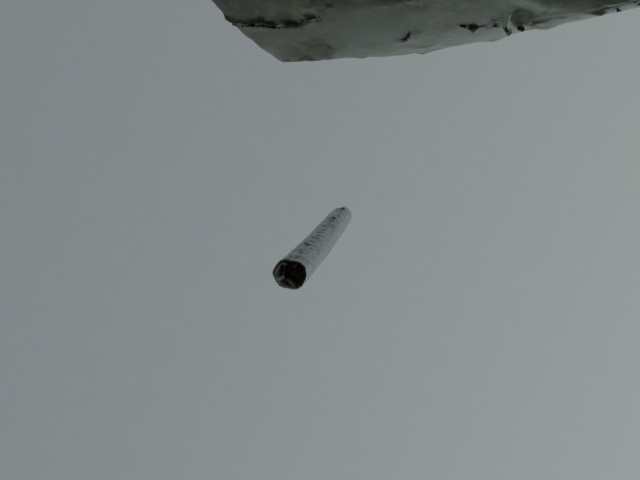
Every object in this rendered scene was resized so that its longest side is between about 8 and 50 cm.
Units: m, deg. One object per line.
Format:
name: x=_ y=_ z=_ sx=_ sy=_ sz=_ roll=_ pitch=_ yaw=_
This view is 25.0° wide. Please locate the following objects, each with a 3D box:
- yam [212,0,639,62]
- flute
yam: x=0.075 y=-0.141 z=0.415 sx=0.161 sy=0.268 sz=0.161 roll=26 pitch=-121 yaw=-55
flute: x=0.000 y=0.000 z=0.651 sx=0.014 sy=0.269 sz=0.014 roll=0 pitch=-84 yaw=5
